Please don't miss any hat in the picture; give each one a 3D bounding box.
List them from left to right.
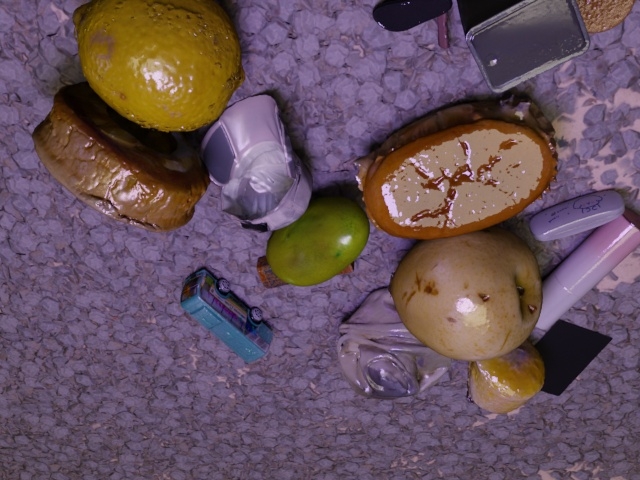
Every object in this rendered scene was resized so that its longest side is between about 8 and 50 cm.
[{"bbox_3d":[-0.116,-0.156,1.352,0.232,0.161,0.275,-4,103,30],"label":"hat"}]

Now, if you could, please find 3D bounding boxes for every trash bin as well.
[{"bbox_3d":[0.319,-0.369,1.100,0.164,0.240,0.122,-25,120,19],"label":"trash bin"}]

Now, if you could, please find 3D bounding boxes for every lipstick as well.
[{"bbox_3d":[0.590,0.068,1.495,0.087,0.087,0.327,26,124,-15],"label":"lipstick"}]

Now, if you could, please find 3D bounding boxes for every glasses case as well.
[{"bbox_3d":[-0.035,0.059,1.554,0.218,0.049,0.075,-12,124,13],"label":"glasses case"},{"bbox_3d":[0.546,-0.053,1.417,0.197,0.076,0.049,-20,124,18],"label":"glasses case"}]

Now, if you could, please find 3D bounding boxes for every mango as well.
[{"bbox_3d":[-0.001,-0.005,1.414,0.149,0.185,0.273,36,132,-28],"label":"mango"}]

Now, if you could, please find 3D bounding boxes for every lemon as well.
[{"bbox_3d":[-0.284,-0.326,1.166,0.310,0.258,0.258,23,124,-17],"label":"lemon"}]

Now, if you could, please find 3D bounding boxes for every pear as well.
[{"bbox_3d":[0.315,0.111,1.425,0.309,0.309,0.309,2,126,3],"label":"pear"}]

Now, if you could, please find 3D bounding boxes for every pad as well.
[{"bbox_3d":[0.618,0.309,1.720,0.164,0.004,0.243,20,124,-10],"label":"pad"}]

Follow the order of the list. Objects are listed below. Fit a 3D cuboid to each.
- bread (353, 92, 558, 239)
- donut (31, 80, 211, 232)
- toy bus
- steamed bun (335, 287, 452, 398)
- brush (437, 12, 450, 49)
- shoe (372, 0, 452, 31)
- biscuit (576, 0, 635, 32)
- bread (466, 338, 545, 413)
[{"bbox_3d":[0.273,-0.133,1.312,0.389,0.183,0.236,-21,119,18],"label":"bread"},{"bbox_3d":[-0.359,-0.169,1.255,0.330,0.330,0.160,33,110,-19],"label":"donut"},{"bbox_3d":[-0.228,0.187,1.630,0.091,0.109,0.262,-31,118,30],"label":"toy bus"},{"bbox_3d":[0.183,0.273,1.601,0.268,0.207,0.280,37,118,-21],"label":"steamed bun"},{"bbox_3d":[0.206,-0.468,1.141,0.071,0.084,0.301,-21,135,-11],"label":"brush"},{"bbox_3d":[0.169,-0.420,1.185,0.159,0.053,0.062,0,143,44],"label":"shoe"},{"bbox_3d":[0.514,-0.455,1.152,0.166,0.036,0.225,30,125,-16],"label":"biscuit"},{"bbox_3d":[0.448,0.317,1.636,0.197,0.197,0.170,15,136,-7],"label":"bread"}]
